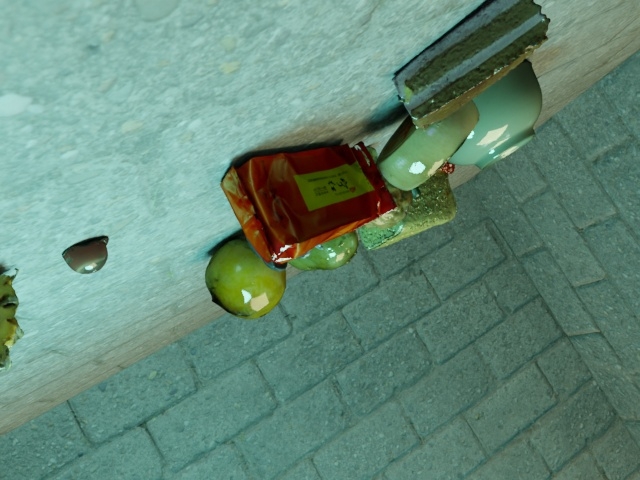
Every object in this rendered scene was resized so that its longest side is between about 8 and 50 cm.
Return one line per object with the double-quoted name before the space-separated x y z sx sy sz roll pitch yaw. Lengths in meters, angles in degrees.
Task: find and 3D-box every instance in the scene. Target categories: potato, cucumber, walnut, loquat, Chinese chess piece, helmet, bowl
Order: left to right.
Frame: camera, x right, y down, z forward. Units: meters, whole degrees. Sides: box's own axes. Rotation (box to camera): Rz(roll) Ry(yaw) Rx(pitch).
"helmet" -0.395 0.031 0.914 0.084 0.049 0.065 -23 169 -43
"loquat" -0.205 0.102 1.470 0.235 0.235 0.235 -30 173 -4
"potato" 0.000 0.000 1.631 0.210 0.173 0.308 -45 -155 -24
"cucumber" 0.093 -0.183 1.428 0.058 0.052 0.215 -6 164 -22
"walnut" 0.179 -0.129 1.594 0.198 0.198 0.245 -35 179 30
"Chinese chess piece" 0.231 -0.226 1.168 0.250 0.097 0.251 -49 -171 11
"bowl" 0.479 -0.323 1.493 0.354 0.185 0.354 -30 173 -4

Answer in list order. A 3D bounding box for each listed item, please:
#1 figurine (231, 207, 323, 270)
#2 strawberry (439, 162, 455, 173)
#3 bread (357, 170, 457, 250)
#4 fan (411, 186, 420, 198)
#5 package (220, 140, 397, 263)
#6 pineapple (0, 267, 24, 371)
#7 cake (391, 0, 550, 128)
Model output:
"figurine" -0.095 -0.017 1.194 0.140 0.193 0.265 -29 168 -6
"strawberry" 0.350 -0.266 1.640 0.188 0.121 0.082 6 115 -45
"bread" 0.288 -0.123 1.872 0.316 0.248 0.279 -5 162 -44
"fan" 0.277 -0.201 1.692 0.082 0.155 0.039 -16 -151 26
"package" -0.012 -0.087 1.080 0.123 0.195 0.424 -30 176 39
"pineapple" -0.597 0.227 0.804 0.344 0.208 0.286 -27 172 -35
"cake" 0.246 -0.307 0.921 0.295 0.115 0.113 -35 172 37
